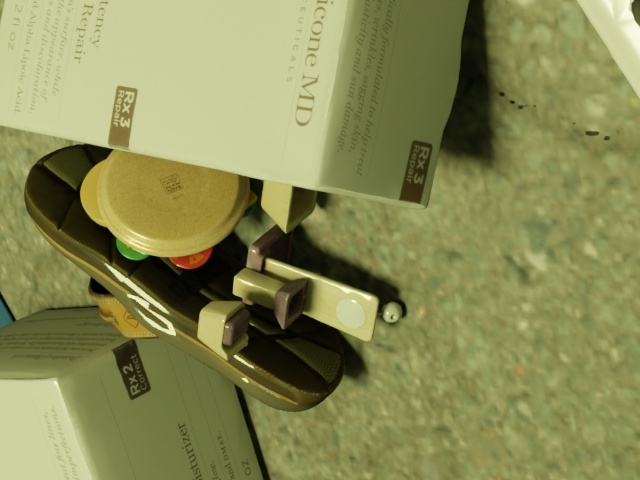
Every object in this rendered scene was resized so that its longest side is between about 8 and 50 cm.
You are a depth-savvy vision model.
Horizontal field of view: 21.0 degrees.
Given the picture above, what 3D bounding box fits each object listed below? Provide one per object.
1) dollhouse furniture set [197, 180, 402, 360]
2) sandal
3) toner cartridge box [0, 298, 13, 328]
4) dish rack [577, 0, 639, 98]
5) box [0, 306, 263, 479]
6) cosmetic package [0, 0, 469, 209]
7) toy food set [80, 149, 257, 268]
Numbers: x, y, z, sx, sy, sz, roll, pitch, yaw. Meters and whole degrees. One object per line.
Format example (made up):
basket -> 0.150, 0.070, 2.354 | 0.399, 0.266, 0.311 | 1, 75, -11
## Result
dollhouse furniture set -> 0.000, 0.000, 0.844 | 0.081, 0.091, 0.114 | 21, 122, 20
sandal -> -0.080, 0.026, 0.932 | 0.219, 0.090, 0.060 | 37, 130, 18
toner cartridge box -> -0.354, 0.065, 1.243 | 0.348, 0.075, 0.165 | -37, 83, 49
dish rack -> 0.208, -0.161, 0.540 | 0.333, 0.072, 0.285 | -39, 79, 49
box -> -0.134, 0.140, 1.016 | 0.182, 0.119, 0.181 | -4, 107, 47
cosmetic package -> -0.049, -0.090, 0.808 | 0.231, 0.085, 0.117 | 11, 92, 44
toy food set -> -0.077, -0.024, 0.906 | 0.082, 0.083, 0.020 | 45, 160, 21
